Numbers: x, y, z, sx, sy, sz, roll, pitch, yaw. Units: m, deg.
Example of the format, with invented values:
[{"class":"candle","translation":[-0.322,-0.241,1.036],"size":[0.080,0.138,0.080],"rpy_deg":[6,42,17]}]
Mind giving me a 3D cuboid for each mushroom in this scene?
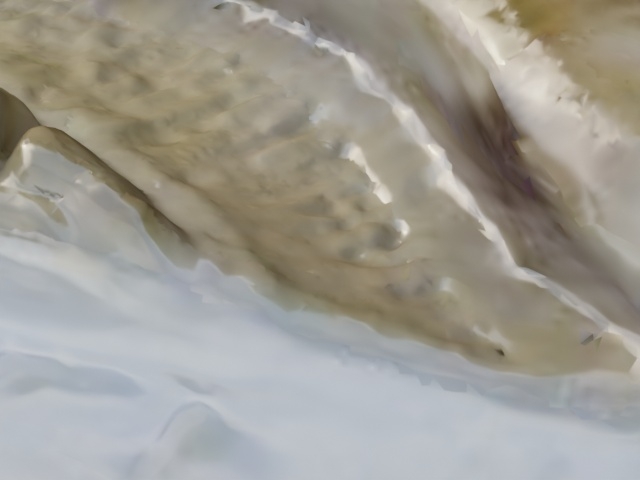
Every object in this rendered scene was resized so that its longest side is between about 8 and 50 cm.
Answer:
[{"class":"mushroom","translation":[0.028,-0.023,0.716],"size":[0.397,0.313,0.224],"rpy_deg":[11,133,14]}]
